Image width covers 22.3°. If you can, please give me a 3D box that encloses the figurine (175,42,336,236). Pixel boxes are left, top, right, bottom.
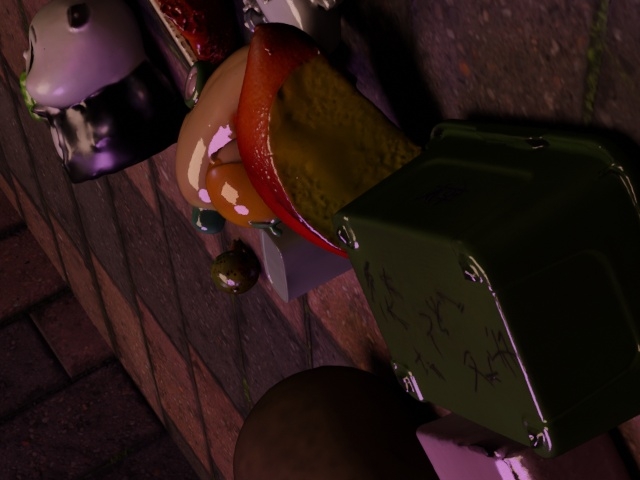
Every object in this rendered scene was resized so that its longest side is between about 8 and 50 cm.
[{"bbox_3d":[-0.074,-0.113,1.812,0.324,0.124,0.222,147,133,-60],"label":"figurine"}]

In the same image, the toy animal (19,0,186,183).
[{"bbox_3d":[-0.333,-0.226,2.361,0.266,0.213,0.212,61,164,-12],"label":"toy animal"}]

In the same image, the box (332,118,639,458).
[{"bbox_3d":[0.161,0.043,1.417,0.252,0.178,0.329,64,163,-17],"label":"box"}]

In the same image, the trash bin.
[{"bbox_3d":[0.000,0.000,1.892,0.059,0.130,0.116,50,160,34],"label":"trash bin"}]

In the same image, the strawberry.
[{"bbox_3d":[-0.150,-0.279,1.968,0.187,0.082,0.146,56,-168,-41],"label":"strawberry"}]

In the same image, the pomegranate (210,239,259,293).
[{"bbox_3d":[-0.124,0.040,2.446,0.073,0.084,0.073,25,156,12],"label":"pomegranate"}]

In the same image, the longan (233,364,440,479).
[{"bbox_3d":[0.035,0.332,2.102,0.288,0.288,0.350,100,146,-64],"label":"longan"}]

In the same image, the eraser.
[{"bbox_3d":[0.265,0.338,1.698,0.359,0.122,0.272,64,165,-6],"label":"eraser"}]

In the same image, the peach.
[{"bbox_3d":[-0.001,-0.088,1.610,0.267,0.154,0.159,42,174,-17],"label":"peach"}]

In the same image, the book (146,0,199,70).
[{"bbox_3d":[-0.158,-0.218,2.093,0.322,0.018,0.228,58,179,11],"label":"book"}]

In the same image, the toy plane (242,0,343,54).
[{"bbox_3d":[-0.031,-0.266,1.647,0.174,0.080,0.174,29,135,34],"label":"toy plane"}]
